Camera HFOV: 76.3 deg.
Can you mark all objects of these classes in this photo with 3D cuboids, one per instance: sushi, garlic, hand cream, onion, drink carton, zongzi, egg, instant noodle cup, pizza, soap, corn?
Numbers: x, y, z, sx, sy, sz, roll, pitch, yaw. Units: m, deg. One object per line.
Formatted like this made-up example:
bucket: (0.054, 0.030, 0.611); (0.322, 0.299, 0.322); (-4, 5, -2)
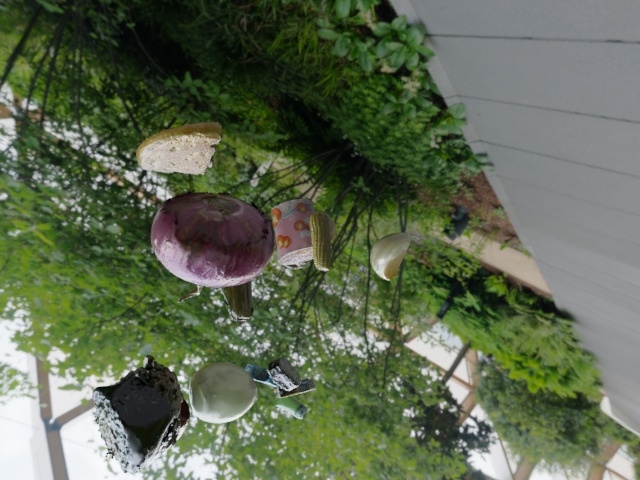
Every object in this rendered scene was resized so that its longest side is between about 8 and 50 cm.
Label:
sushi: (-0.145, 0.534, 1.630); (0.150, 0.078, 0.090); (49, -160, -26)
garlic: (0.316, 0.060, 1.824); (0.164, 0.245, 0.145); (19, -154, -17)
hand cream: (-0.149, 0.847, 2.096); (0.175, 0.095, 0.046); (20, 173, 31)
onion: (-0.315, 0.009, 1.245); (0.358, 0.358, 0.345); (31, 143, 33)
sushi: (-0.442, 0.437, 1.044); (0.225, 0.238, 0.218); (51, -148, 14)
drink carton: (-0.108, 0.659, 1.824); (0.165, 0.056, 0.071); (-8, 159, -18)
zongzi: (-0.415, 0.257, 1.905); (0.123, 0.260, 0.289); (2, 164, -36)
egg: (-0.477, 0.750, 2.018); (0.345, 0.283, 0.283); (12, -172, -28)
instant noodle cup: (-0.095, -0.041, 1.775); (0.243, 0.243, 0.231); (36, -144, -72)
pizza: (-0.525, -0.351, 1.566); (0.408, 0.114, 0.277); (-14, 164, 29)
soap: (-0.290, 0.731, 2.195); (0.156, 0.077, 0.293); (32, 156, -34)
corn: (0.000, 0.000, 1.520); (0.080, 0.231, 0.080); (-2, 161, -1)

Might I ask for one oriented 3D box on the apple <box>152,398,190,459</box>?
apple: (-0.752, 0.831, 1.860); (0.235, 0.306, 0.306); (37, 180, 14)

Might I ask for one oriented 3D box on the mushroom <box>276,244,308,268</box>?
mushroom: (-0.133, 0.039, 2.186); (0.194, 0.231, 0.138); (32, -148, 4)

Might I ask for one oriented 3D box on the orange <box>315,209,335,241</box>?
orange: (-0.036, -0.053, 2.540); (0.279, 0.279, 0.235); (33, 174, -37)
